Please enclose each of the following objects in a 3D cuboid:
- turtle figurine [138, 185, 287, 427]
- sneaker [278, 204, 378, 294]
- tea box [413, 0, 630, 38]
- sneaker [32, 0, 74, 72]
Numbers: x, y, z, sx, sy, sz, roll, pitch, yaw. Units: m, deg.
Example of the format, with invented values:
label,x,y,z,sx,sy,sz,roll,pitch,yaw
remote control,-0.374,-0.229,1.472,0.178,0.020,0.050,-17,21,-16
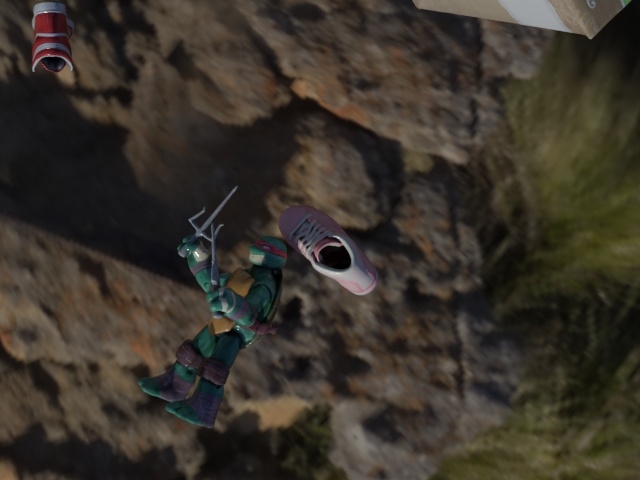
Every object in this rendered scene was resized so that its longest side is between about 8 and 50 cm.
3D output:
label,x,y,z,sx,sy,sz,roll,pitch,yaw
turtle figurine,-0.098,0.067,1.785,0.118,0.175,0.234,25,91,-16
sneaker,0.000,0.000,1.785,0.051,0.134,0.070,-49,152,1
tea box,0.164,-0.380,1.272,0.323,0.220,0.329,-45,123,-16
sneaker,-0.265,-0.192,1.720,0.042,0.118,0.067,-3,83,-4
